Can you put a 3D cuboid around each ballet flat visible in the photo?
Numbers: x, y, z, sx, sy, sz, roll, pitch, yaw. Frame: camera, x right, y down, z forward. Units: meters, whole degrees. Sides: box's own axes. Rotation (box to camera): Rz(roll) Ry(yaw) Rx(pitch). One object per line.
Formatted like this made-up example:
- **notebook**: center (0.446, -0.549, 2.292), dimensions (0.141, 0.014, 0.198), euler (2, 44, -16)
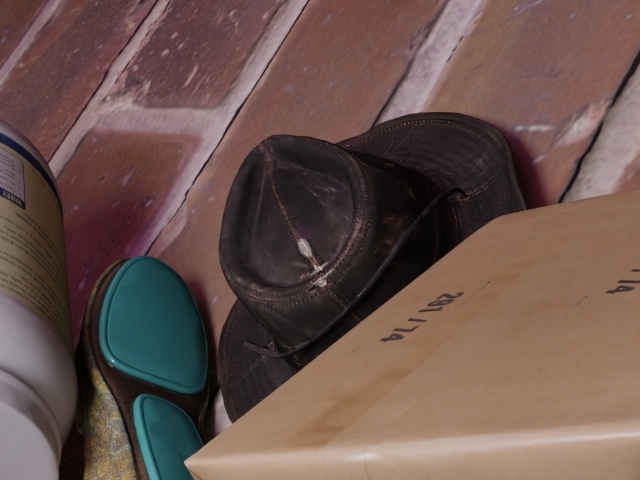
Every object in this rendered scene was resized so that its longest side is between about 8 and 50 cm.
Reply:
- **ballet flat**: center (-0.147, 0.146, 1.283), dimensions (0.123, 0.123, 0.348), euler (-36, 35, 14)

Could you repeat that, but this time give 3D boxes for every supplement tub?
- **supplement tub**: center (-0.312, 0.068, 1.282), dimensions (0.235, 0.235, 0.325), euler (-34, 39, 17)

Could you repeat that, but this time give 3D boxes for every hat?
- **hat**: center (0.000, 0.000, 1.237), dimensions (0.331, 0.134, 0.331), euler (-32, 37, 28)

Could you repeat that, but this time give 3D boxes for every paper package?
- **paper package**: center (0.153, 0.099, 0.845), dimensions (0.309, 0.168, 0.325), euler (-11, 18, 41)
